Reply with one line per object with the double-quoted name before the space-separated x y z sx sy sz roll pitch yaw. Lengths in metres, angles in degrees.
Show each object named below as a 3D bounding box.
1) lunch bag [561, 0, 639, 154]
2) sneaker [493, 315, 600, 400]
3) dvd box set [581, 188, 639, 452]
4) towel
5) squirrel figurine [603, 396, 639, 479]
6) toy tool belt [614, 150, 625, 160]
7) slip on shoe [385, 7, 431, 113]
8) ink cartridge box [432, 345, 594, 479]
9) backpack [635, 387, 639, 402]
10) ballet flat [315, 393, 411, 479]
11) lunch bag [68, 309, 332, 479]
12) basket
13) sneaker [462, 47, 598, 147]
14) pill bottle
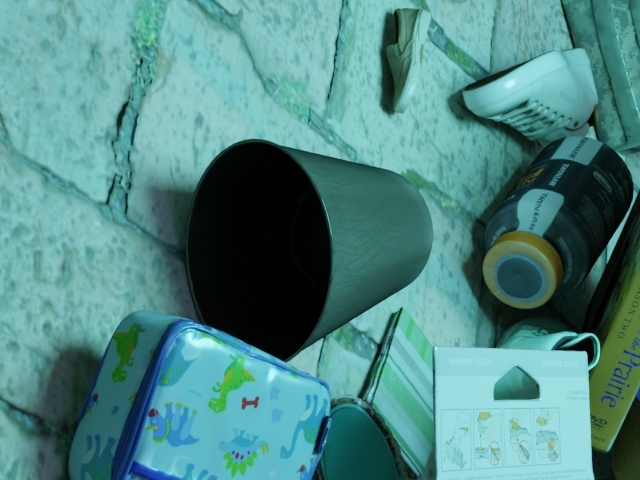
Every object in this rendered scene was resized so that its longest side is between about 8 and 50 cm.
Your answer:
"lunch bag" 0.495 -0.254 2.293 0.169 0.287 0.235 -11 86 -55
"sneaker" 0.262 0.136 1.931 0.256 0.151 0.094 -26 96 -56
"dvd box set" 0.384 -0.010 1.953 0.062 0.420 0.307 20 32 3
"towel" 0.088 0.159 1.800 0.113 0.023 0.152 55 37 -28
"squirrel figurine" 0.514 0.313 2.115 0.370 0.281 0.397 8 67 -46
"toy tool belt" 0.358 -0.095 2.256 0.051 0.052 0.083 35 38 0
"slip on shoe" 0.091 -0.202 1.932 0.041 0.051 0.135 16 65 -6
"ink cartridge box" 0.174 0.238 1.698 0.296 0.066 0.261 7 77 -52
"backpack" 0.414 0.151 1.963 0.120 0.098 0.101 -15 124 -44
"ballet flat" 0.054 0.248 1.678 0.077 0.091 0.241 -96 164 -74
"lunch bag" -0.096 0.168 1.450 0.219 0.090 0.176 32 75 -43
"basket" 0.000 0.000 1.630 0.227 0.154 0.204 -13 104 -59
"sneaker" 0.272 -0.161 2.104 0.290 0.106 0.123 -18 89 -57
"pill bottle" 0.270 -0.016 2.020 0.130 0.130 0.245 63 36 -15
